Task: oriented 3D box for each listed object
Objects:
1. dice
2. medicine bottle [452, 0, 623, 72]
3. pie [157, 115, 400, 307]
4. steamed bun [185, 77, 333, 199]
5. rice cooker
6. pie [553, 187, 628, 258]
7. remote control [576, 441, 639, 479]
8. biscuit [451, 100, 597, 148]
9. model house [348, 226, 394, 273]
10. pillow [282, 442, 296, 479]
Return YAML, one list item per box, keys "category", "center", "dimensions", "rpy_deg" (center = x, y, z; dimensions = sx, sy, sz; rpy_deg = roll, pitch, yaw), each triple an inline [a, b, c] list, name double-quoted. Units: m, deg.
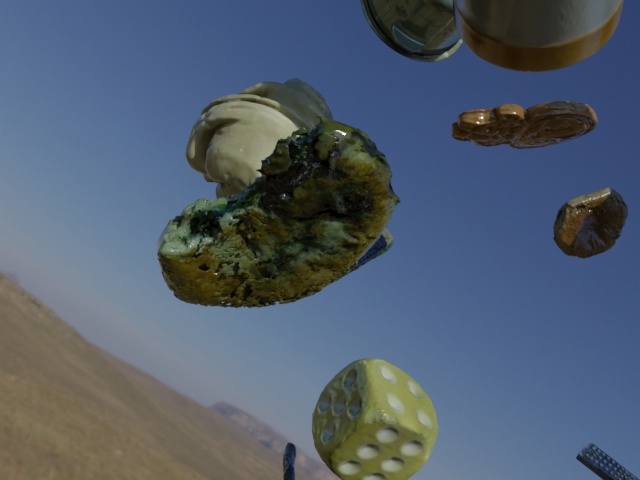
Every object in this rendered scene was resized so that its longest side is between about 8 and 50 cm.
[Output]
- category: "dice"
  center: [0.096, 0.330, 1.385]
  dimensions: [0.166, 0.169, 0.169]
  rpy_deg: [32, 24, -23]
- category: "medicine bottle"
  center: [0.296, -0.388, 1.033]
  dimensions: [0.238, 0.238, 0.232]
  rpy_deg: [27, -20, 22]
- category: "pie"
  center: [-0.054, -0.014, 1.096]
  dimensions: [0.296, 0.371, 0.078]
  rpy_deg: [33, 27, -48]
- category: "steamed bun"
  center: [-0.091, -0.170, 1.314]
  dimensions: [0.276, 0.203, 0.289]
  rpy_deg: [12, 21, 24]
- category: "rice cooker"
  center: [0.234, -0.533, 1.616]
  dimensions: [0.264, 0.317, 0.316]
  rpy_deg: [26, -13, -13]
- category: "pie"
  center: [0.658, -0.038, 1.870]
  dimensions: [0.195, 0.195, 0.046]
  rpy_deg: [43, 10, -31]
- category: "remote control"
  center: [0.458, 0.367, 1.158]
  dimensions: [0.152, 0.043, 0.027]
  rpy_deg: [40, -44, 30]
- category: "biscuit"
  center: [0.408, -0.226, 1.541]
  dimensions: [0.288, 0.044, 0.202]
  rpy_deg: [-2, -12, -12]
- category: "model house"
  center: [0.000, 0.000, 1.996]
  dimensions: [0.245, 0.312, 0.280]
  rpy_deg: [61, 14, -3]
- category: "pillow"
  center: [-0.069, 0.548, 1.638]
  dimensions: [0.034, 0.189, 0.255]
  rpy_deg: [-1, -1, -1]
